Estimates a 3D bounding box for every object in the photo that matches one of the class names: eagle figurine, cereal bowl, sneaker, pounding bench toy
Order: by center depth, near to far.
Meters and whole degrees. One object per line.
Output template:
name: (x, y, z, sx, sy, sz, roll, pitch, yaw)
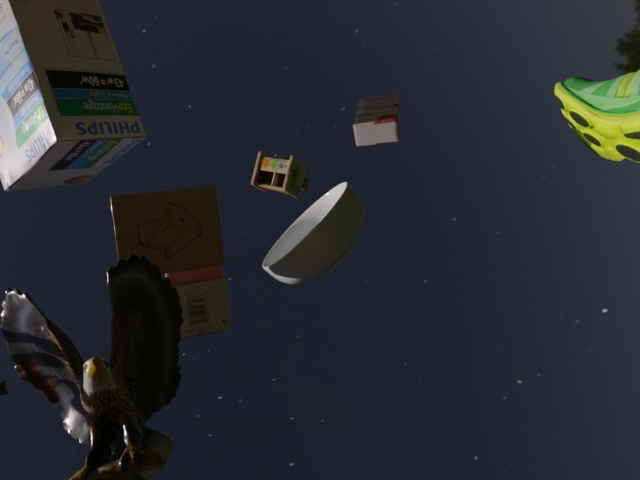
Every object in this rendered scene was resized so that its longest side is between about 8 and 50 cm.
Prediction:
sneaker: (0.416, -0.169, 0.625, 0.109, 0.123, 0.295, 47, -171, -24)
eagle figurine: (-0.302, 0.190, 0.674, 0.226, 0.225, 0.298, 18, -145, -45)
pounding bench toy: (-0.059, -0.096, 0.739, 0.083, 0.065, 0.052, 24, -101, -69)
cereal bowl: (0.000, 0.000, 1.375, 0.141, 0.339, 0.339, 46, -133, -12)

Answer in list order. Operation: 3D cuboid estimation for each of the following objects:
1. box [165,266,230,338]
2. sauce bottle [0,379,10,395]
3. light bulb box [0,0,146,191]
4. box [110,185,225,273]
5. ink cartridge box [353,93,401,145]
box: (-0.296, 0.098, 1.150, 0.126, 0.232, 0.149, -9, -61, -16)
sauce bottle: (-0.634, 0.284, 0.878, 0.128, 0.042, 0.042, -14, -100, -19)
light bulb box: (-0.667, -0.352, 1.206, 0.225, 0.358, 0.361, -19, -90, -51)
box: (-0.300, -0.018, 0.967, 0.201, 0.021, 0.165, -7, -84, -19)
ink cartridge box: (0.133, -0.276, 1.113, 0.135, 0.099, 0.056, -75, -22, -48)
